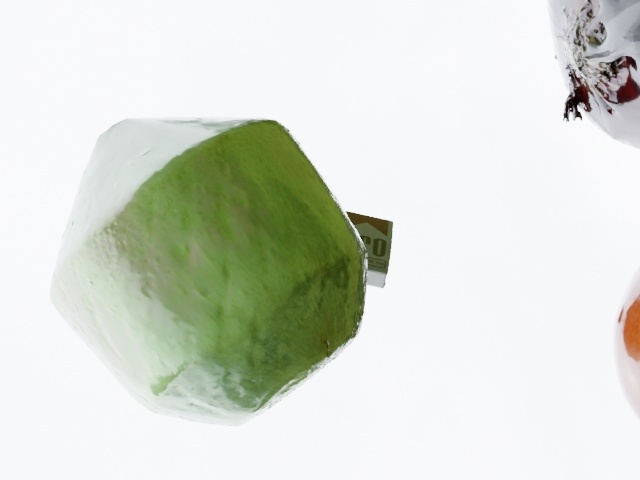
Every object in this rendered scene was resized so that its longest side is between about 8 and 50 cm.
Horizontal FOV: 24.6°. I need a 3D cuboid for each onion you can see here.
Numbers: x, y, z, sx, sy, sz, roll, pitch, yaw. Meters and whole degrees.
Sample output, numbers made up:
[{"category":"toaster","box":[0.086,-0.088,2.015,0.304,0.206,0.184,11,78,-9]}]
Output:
[{"category":"onion","box":[0.353,-0.227,1.422,0.285,0.273,0.273,-21,-86,-18]}]

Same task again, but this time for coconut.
[{"category":"coconut","box":[-0.113,0.013,1.457,0.328,0.281,0.329,6,-111,-16]}]

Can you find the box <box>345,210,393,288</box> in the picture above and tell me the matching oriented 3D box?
[{"category":"box","box":[0.000,0.000,1.839,0.115,0.177,0.036,-79,2,-54]}]

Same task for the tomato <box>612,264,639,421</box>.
[{"category":"tomato","box":[0.377,0.081,1.258,0.224,0.256,0.256,39,-170,33]}]
